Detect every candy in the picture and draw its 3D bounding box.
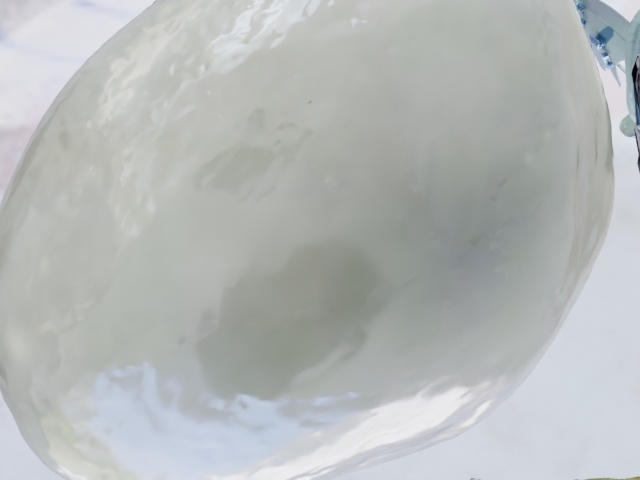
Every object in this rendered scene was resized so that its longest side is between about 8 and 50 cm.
[{"bbox_3d":[0.000,0.000,1.157,0.427,0.186,0.386,-23,126,-25],"label":"candy"}]

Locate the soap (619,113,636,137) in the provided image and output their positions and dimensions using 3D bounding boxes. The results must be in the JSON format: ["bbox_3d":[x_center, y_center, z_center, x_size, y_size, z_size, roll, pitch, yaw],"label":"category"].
[{"bbox_3d":[0.344,-0.079,1.501,0.198,0.114,0.063,16,91,-32],"label":"soap"}]

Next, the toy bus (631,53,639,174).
[{"bbox_3d":[0.163,0.011,0.571,0.209,0.126,0.136,-73,152,-72],"label":"toy bus"}]

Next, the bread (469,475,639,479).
[{"bbox_3d":[0.107,0.203,0.996,0.186,0.257,0.124,70,24,-43],"label":"bread"}]

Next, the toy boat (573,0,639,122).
[{"bbox_3d":[0.215,-0.148,1.400,0.149,0.034,0.105,61,-15,17],"label":"toy boat"}]
